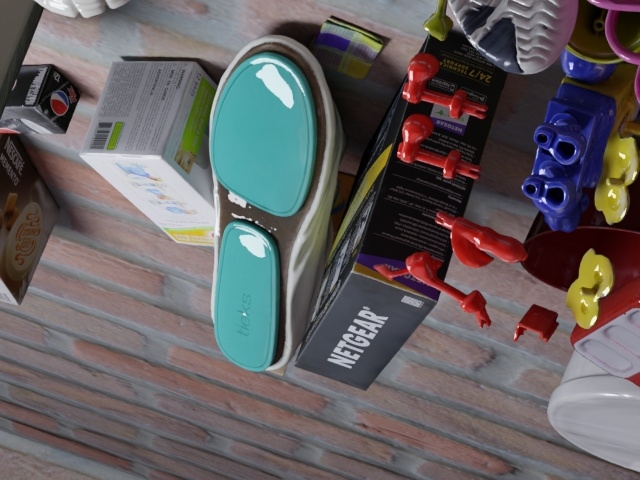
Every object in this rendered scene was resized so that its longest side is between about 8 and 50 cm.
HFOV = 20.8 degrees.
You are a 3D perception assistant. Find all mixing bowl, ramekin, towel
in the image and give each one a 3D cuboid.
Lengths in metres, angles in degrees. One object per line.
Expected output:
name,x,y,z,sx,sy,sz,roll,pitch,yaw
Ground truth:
mixing bowl,0.281,-0.017,1.617,0.181,0.098,0.181,11,159,4
ramekin,0.398,0.171,1.955,0.273,0.127,0.273,15,158,6
towel,0.022,-0.173,1.580,0.060,0.009,0.083,22,159,-6

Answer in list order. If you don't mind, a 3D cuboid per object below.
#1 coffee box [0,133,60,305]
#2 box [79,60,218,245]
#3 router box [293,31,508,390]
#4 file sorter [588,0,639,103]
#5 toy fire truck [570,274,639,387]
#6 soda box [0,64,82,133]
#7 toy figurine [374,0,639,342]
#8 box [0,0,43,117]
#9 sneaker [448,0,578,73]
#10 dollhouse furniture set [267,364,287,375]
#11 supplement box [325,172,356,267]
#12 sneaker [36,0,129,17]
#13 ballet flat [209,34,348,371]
coffee box,-0.407,-0.039,2.081,0.098,0.141,0.246,14,157,13
box,-0.137,-0.085,1.779,0.103,0.114,0.203,4,155,30
router box,0.070,-0.019,1.598,0.081,0.243,0.309,20,159,-3
file sorter,0.279,-0.182,1.087,0.182,0.202,0.290,7,156,30
toy fire truck,0.380,0.109,1.564,0.254,0.169,0.302,31,158,-4
soda box,-0.342,-0.151,1.870,0.169,0.053,0.060,4,154,35
toy figurine,0.190,-0.126,1.393,0.191,0.217,0.362,17,116,18
box,-0.343,-0.165,1.588,0.127,0.232,0.148,20,158,-7
sneaker,0.141,-0.197,1.156,0.094,0.235,0.153,-29,150,22
dollhouse furniture set,-0.018,0.141,2.224,0.144,0.123,0.151,18,159,2
supplement box,0.000,0.000,1.931,0.078,0.080,0.233,15,160,6
sneaker,-0.240,-0.305,1.243,0.330,0.130,0.147,38,153,23
ballet flat,-0.035,-0.049,1.715,0.139,0.139,0.400,15,129,10
